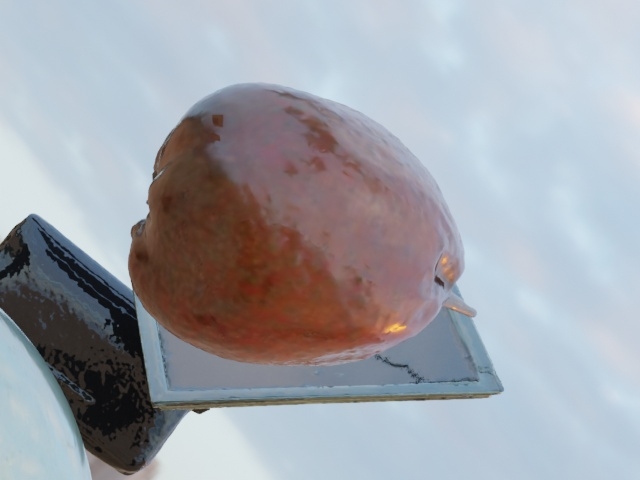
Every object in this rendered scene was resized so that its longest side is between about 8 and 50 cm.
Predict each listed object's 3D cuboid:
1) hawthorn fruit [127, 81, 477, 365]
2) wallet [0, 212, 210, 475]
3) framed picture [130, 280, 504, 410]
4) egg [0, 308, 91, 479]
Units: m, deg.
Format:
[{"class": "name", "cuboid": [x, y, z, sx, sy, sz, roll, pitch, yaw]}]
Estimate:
[{"class": "hawthorn fruit", "cuboid": [0.000, 0.000, 1.389, 0.262, 0.210, 0.210, 17, -11, -7]}, {"class": "wallet", "cuboid": [-0.218, 0.101, 1.803, 0.250, 0.149, 0.044, 40, -13, -1]}, {"class": "framed picture", "cuboid": [-0.011, 0.077, 1.670, 0.231, 0.293, 0.018, -108, -161, -60]}, {"class": "egg", "cuboid": [-0.167, 0.090, 0.644, 0.183, 0.183, 0.264, 45, -21, 19]}]
